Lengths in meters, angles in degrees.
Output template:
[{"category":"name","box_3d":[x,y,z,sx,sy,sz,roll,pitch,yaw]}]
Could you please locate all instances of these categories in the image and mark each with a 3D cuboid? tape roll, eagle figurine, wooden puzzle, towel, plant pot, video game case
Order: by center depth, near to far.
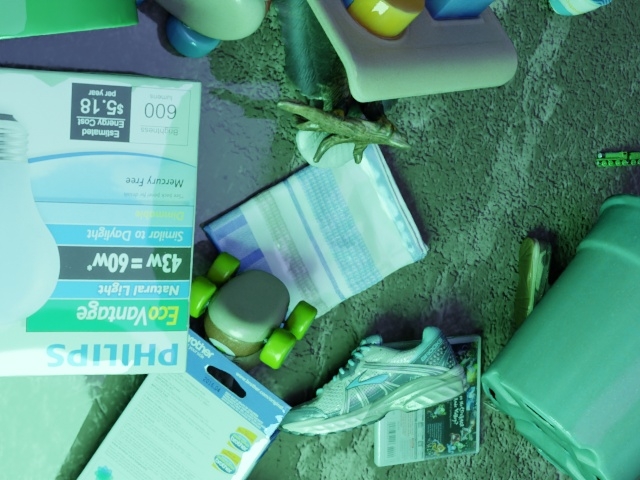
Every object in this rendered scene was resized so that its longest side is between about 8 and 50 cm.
[{"category":"tape roll","box_3d":[-0.369,-0.265,1.249,0.321,0.321,0.077,-10,102,-18]},{"category":"wooden puzzle","box_3d":[0.091,-0.349,1.372,0.322,0.080,0.347,-13,74,-44]},{"category":"eagle figurine","box_3d":[0.058,-0.258,1.501,0.226,0.225,0.298,53,33,-55]},{"category":"towel","box_3d":[0.000,0.000,1.588,0.285,0.034,0.209,-29,107,-13]},{"category":"plant pot","box_3d":[0.433,0.166,1.604,0.334,0.341,0.341,-44,111,-10]},{"category":"video game case","box_3d":[0.164,0.244,1.699,0.173,0.022,0.190,-4,100,-19]}]

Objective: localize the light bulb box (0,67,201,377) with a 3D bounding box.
[{"category":"light bulb box","box_3d":[-0.348,-0.029,1.353,0.358,0.225,0.361,0,99,-20]}]

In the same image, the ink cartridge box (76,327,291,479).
[{"category":"ink cartridge box","box_3d":[-0.187,0.284,1.478,0.186,0.065,0.311,36,103,10]}]

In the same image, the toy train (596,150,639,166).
[{"category":"toy train","box_3d":[0.471,-0.129,1.746,0.083,0.017,0.023,-3,91,-20]}]

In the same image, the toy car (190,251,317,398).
[{"category":"toy car","box_3d":[-0.120,0.141,1.513,0.155,0.149,0.188,32,123,6]}]

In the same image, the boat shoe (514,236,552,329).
[{"category":"boat shoe","box_3d":[0.333,0.072,1.710,0.049,0.056,0.152,2,99,-15]}]

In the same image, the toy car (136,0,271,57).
[{"category":"toy car","box_3d":[-0.132,-0.397,1.409,0.210,0.219,0.238,33,59,-22]}]

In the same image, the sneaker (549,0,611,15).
[{"category":"sneaker","box_3d":[0.408,-0.429,1.635,0.087,0.092,0.228,40,65,-19]}]

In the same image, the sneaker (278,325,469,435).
[{"category":"sneaker","box_3d":[0.066,0.205,1.615,0.283,0.110,0.122,-17,82,-2]}]

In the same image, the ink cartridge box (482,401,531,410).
[{"category":"ink cartridge box","box_3d":[0.302,0.246,1.734,0.083,0.048,0.028,2,97,-21]}]
